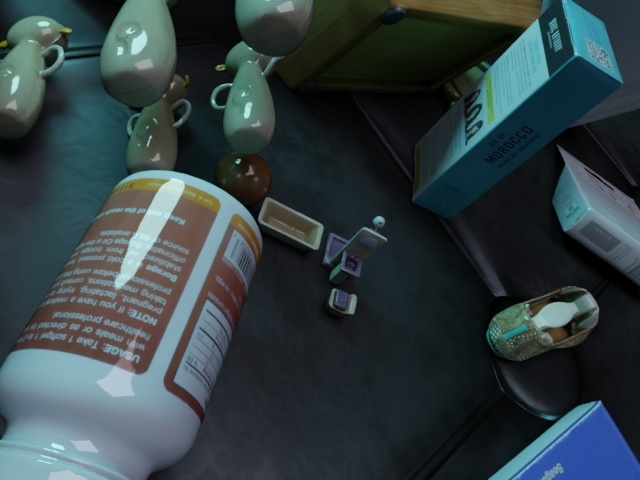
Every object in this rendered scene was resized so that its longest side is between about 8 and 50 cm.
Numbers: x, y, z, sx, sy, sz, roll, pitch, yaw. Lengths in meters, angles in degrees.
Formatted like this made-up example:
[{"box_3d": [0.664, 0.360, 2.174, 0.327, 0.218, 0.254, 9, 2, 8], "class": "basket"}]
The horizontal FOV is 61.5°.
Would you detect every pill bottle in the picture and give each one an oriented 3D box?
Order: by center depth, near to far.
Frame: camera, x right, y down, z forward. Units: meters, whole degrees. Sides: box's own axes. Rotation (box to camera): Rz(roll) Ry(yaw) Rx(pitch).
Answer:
[{"box_3d": [-0.123, 0.067, 0.348, 0.121, 0.121, 0.216, 28, 51, -15], "class": "pill bottle"}]

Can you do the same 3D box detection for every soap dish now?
[{"box_3d": [0.097, -0.262, 0.635, 0.291, 0.229, 0.118, -9, 84, -36], "class": "soap dish"}]

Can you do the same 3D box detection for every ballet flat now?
[{"box_3d": [0.279, 0.089, 0.620, 0.206, 0.067, 0.073, -14, 69, -38], "class": "ballet flat"}]

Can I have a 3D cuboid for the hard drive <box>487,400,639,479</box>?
[{"box_3d": [0.286, 0.337, 0.487, 0.210, 0.040, 0.318, -16, 71, -37], "class": "hard drive"}]

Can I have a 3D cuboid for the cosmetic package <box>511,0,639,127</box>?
[{"box_3d": [0.384, -0.322, 0.728, 0.197, 0.365, 0.155, -13, 63, 7], "class": "cosmetic package"}]

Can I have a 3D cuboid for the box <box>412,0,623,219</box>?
[{"box_3d": [0.195, -0.131, 0.588, 0.060, 0.244, 0.100, 23, 52, -18], "class": "box"}]

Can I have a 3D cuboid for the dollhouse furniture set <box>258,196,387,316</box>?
[{"box_3d": [0.000, 0.000, 0.492, 0.114, 0.081, 0.091, 27, 51, -15], "class": "dollhouse furniture set"}]

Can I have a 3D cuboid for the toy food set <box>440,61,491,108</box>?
[{"box_3d": [0.230, -0.218, 0.810, 0.132, 0.038, 0.192, 23, 46, -27], "class": "toy food set"}]

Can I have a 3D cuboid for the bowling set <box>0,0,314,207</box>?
[{"box_3d": [-0.117, -0.133, 0.475, 0.287, 0.200, 0.154, -12, 54, 9], "class": "bowling set"}]

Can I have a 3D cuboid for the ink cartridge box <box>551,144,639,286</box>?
[{"box_3d": [0.431, -0.039, 0.823, 0.181, 0.056, 0.224, 32, 31, -11], "class": "ink cartridge box"}]
